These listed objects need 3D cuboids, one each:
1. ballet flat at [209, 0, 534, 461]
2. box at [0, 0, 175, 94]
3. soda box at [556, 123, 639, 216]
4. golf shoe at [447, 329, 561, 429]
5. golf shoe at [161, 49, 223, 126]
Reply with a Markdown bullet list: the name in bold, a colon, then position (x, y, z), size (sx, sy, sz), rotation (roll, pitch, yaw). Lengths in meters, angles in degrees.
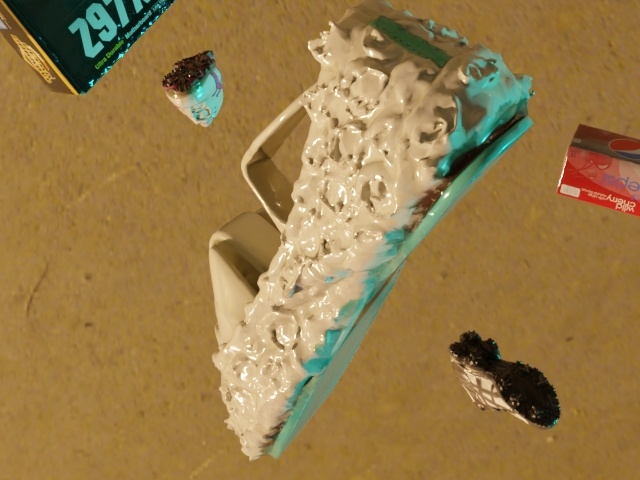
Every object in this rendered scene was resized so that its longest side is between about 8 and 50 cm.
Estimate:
- **ballet flat**: position (0.000, 0.000, 0.734), size (0.147, 0.147, 0.409), rotation (9, 143, -17)
- **box**: position (-0.245, -0.355, 1.215), size (0.322, 0.079, 0.257), rotation (-51, 129, -22)
- **soda box**: position (0.484, -0.085, 1.642), size (0.263, 0.092, 0.083), rotation (18, 123, 15)
- **golf shoe**: position (0.265, 0.214, 1.628), size (0.077, 0.198, 0.094), rotation (-28, 138, -24)
- **golf shoe**: position (-0.146, -0.180, 1.390), size (0.067, 0.186, 0.086), rotation (-18, 105, 6)
